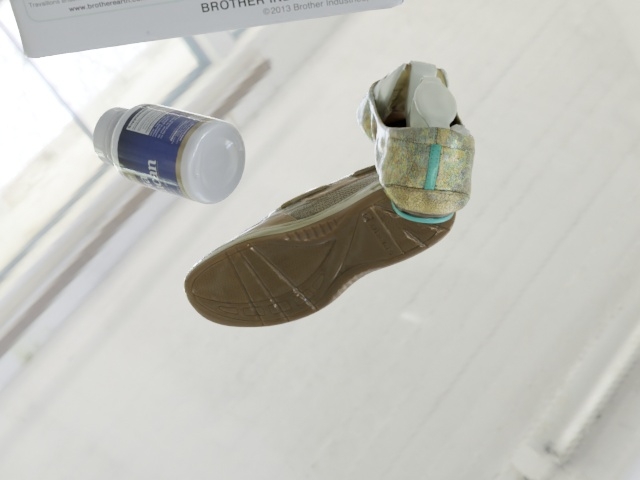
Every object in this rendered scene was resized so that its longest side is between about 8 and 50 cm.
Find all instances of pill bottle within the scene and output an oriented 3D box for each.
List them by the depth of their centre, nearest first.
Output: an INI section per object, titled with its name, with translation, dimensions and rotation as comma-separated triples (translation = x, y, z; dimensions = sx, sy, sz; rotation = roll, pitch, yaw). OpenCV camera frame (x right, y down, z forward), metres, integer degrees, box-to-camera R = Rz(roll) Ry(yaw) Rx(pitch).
[pill bottle]
translation = -0.175, -0.102, 1.254
dimensions = 0.169, 0.094, 0.094
rotation = 17, -121, 36

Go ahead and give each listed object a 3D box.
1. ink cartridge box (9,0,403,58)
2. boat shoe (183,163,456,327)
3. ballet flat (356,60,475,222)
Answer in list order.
[ink cartridge box]
translation = -0.098, -0.337, 0.702
dimensions = 0.270, 0.395, 0.151
rotation = -7, -146, 5
[boat shoe]
translation = 0.000, 0.000, 1.308
dimensions = 0.341, 0.121, 0.110
rotation = -22, -154, 15
[ballet flat]
translation = 0.108, -0.136, 1.232
dimensions = 0.123, 0.123, 0.348
rotation = -30, -158, 11
